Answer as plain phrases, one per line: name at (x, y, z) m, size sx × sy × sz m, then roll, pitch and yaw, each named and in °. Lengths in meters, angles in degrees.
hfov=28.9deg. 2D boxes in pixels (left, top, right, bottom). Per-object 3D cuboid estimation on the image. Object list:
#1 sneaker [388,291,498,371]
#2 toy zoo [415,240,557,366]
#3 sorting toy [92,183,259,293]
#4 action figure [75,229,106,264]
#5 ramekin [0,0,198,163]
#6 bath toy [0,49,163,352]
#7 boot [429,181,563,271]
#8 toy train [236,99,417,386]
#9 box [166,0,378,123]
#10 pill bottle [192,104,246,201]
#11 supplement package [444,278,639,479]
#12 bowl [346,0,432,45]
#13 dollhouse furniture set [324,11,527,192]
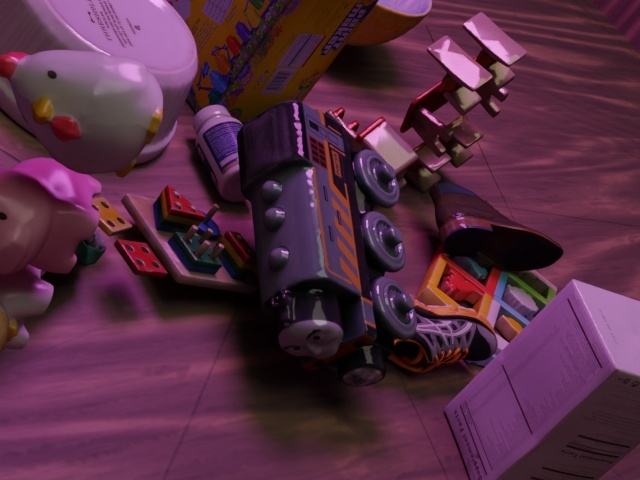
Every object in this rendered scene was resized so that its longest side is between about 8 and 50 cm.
sneaker at (0.130, 0.124, 1.516) m, size 0.215 × 0.084 × 0.083 m, roll 15°, pitch 51°, yaw -31°
toy zoo at (0.233, 0.084, 1.720) m, size 0.192 × 0.030 × 0.293 m, roll 38°, pitch 30°, yaw -3°
sorting toy at (-0.140, -0.008, 1.376) m, size 0.274 × 0.046 × 0.132 m, roll 12°, pitch 34°, yaw -53°
action figure at (-0.266, -0.013, 1.198) m, size 0.137 × 0.063 × 0.232 m, roll 8°, pitch -10°, yaw 11°
ramekin at (-0.270, -0.227, 1.483) m, size 0.273 × 0.127 × 0.273 m, roll 28°, pitch 32°, yaw -20°
bath toy at (-0.253, -0.010, 0.992) m, size 0.129 × 0.348 × 0.151 m, roll 25°, pitch 25°, yaw -23°
boot at (0.251, -0.025, 1.773) m, size 0.219 × 0.082 × 0.106 m, roll 14°, pitch 41°, yaw -34°
toy train at (0.000, 0.000, 1.402) m, size 0.190 × 0.142 × 0.333 m, roll 28°, pitch 44°, yaw -42°
box at (-0.099, -0.356, 1.682) m, size 0.177 × 0.290 × 0.279 m, roll -7°, pitch 55°, yaw -52°
pill bottle at (-0.117, -0.112, 1.558) m, size 0.067 × 0.067 × 0.120 m, roll 7°, pitch 43°, yaw -43°
supplement package at (0.280, 0.184, 1.423) m, size 0.134 × 0.244 × 0.139 m, roll 18°, pitch 37°, yaw -32°
bowl at (0.022, -0.404, 2.014) m, size 0.289 × 0.156 × 0.289 m, roll 27°, pitch 32°, yaw -19°
dollhouse furniture set at (0.139, -0.184, 1.779) m, size 0.259 × 0.262 × 0.135 m, roll -36°, pitch 73°, yaw -27°
